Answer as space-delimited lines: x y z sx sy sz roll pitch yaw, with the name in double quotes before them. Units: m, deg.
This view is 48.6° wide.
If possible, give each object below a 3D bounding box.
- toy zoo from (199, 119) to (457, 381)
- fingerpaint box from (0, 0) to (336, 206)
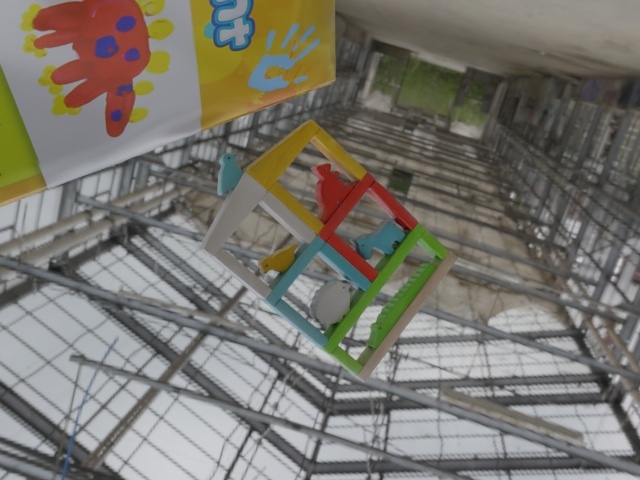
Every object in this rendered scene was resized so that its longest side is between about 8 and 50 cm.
"toy zoo" 0.000 0.000 0.811 0.293 0.192 0.030 42 168 -16
"fingerpaint box" -0.185 -0.237 0.384 0.371 0.444 0.163 -24 -121 -14
